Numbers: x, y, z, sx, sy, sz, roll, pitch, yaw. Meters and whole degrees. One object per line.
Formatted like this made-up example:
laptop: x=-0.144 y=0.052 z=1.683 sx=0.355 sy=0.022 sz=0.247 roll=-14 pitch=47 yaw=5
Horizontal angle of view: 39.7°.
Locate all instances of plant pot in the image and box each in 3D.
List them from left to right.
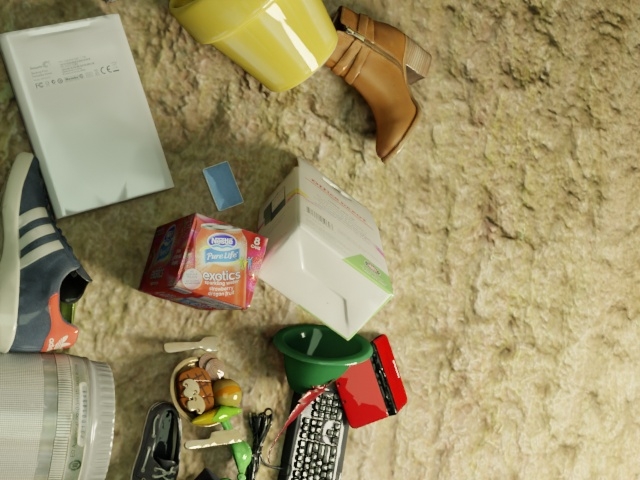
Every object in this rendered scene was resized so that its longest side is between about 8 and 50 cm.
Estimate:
plant pot: x=-0.438 y=0.097 z=1.439 sx=0.079 sy=0.083 sz=0.083 roll=6 pitch=80 yaw=-12
plant pot: x=-0.100 y=-0.405 z=1.584 sx=0.239 sy=0.254 sz=0.254 roll=48 pitch=66 yaw=-27

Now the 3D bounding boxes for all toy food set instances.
toy food set: x=-0.193 y=0.252 z=1.504 sx=0.132 sy=0.038 sz=0.192 roll=-1 pitch=66 yaw=-41

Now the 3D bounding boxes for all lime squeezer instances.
lime squeezer: x=-0.179 y=0.400 z=1.524 sx=0.110 sy=0.059 sz=0.310 roll=18 pitch=76 yaw=-22

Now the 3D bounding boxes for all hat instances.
hat: x=-0.018 y=0.267 z=1.599 sx=0.208 sy=0.173 sz=0.183 roll=0 pitch=107 yaw=-26

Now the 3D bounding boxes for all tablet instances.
tablet: x=-0.178 y=-0.099 z=1.622 sx=0.054 sy=0.006 sz=0.083 roll=-23 pitch=93 yaw=-26

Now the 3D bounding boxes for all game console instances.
game console: x=0.093 y=0.265 z=1.681 sx=0.124 sy=0.085 sz=0.144 roll=-21 pitch=93 yaw=-67

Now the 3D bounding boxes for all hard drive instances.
hard drive: x=-0.399 y=-0.214 z=1.516 sx=0.210 sy=0.040 sz=0.319 roll=-18 pitch=90 yaw=-26

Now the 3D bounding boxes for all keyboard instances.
keyboard: x=-0.049 y=0.415 z=1.597 sx=0.201 sy=0.033 sz=0.317 roll=15 pitch=76 yaw=-22

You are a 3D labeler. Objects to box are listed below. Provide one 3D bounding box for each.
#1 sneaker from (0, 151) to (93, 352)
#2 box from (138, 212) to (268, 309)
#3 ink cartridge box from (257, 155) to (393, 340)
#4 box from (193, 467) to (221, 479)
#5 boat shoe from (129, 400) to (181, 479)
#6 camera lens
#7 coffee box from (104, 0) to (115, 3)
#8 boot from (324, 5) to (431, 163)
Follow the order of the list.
sneaker: x=-0.432 y=0.020 z=1.381 sx=0.148 sy=0.131 sz=0.350 roll=10 pitch=55 yaw=-27
box: x=-0.198 y=0.041 z=1.453 sx=0.128 sy=0.257 sz=0.123 roll=20 pitch=78 yaw=-21
ink cartridge box: x=0.000 y=0.000 z=1.568 sx=0.207 sy=0.353 sz=0.119 roll=37 pitch=108 yaw=-16
box: x=-0.156 y=0.606 z=1.408 sx=0.312 sy=0.179 sz=0.343 roll=-46 pitch=103 yaw=-10
boat shoe: x=-0.271 y=0.373 z=1.479 sx=0.075 sy=0.065 sz=0.206 roll=10 pitch=78 yaw=-23
camera lens: x=-0.463 y=0.272 z=1.317 sx=0.274 sy=0.219 sz=0.219 roll=7 pitch=80 yaw=-24
coffee box: x=-0.321 y=-0.514 z=1.480 sx=0.098 sy=0.246 sz=0.141 roll=-29 pitch=96 yaw=-27
boot: x=0.093 y=-0.307 z=1.720 sx=0.220 sy=0.109 sz=0.283 roll=25 pitch=71 yaw=-21
